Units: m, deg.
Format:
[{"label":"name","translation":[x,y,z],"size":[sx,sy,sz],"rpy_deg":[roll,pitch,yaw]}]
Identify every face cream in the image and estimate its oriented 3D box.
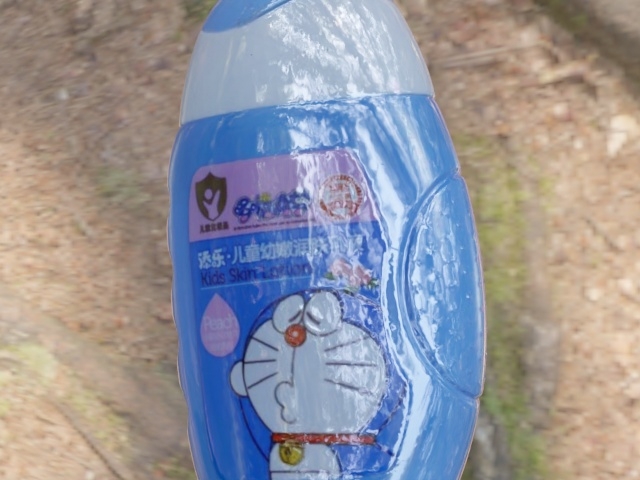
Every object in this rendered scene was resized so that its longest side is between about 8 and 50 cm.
[{"label":"face cream","translation":[0.000,0.000,0.811],"size":[0.083,0.149,0.264],"rpy_deg":[10,74,-73]}]
